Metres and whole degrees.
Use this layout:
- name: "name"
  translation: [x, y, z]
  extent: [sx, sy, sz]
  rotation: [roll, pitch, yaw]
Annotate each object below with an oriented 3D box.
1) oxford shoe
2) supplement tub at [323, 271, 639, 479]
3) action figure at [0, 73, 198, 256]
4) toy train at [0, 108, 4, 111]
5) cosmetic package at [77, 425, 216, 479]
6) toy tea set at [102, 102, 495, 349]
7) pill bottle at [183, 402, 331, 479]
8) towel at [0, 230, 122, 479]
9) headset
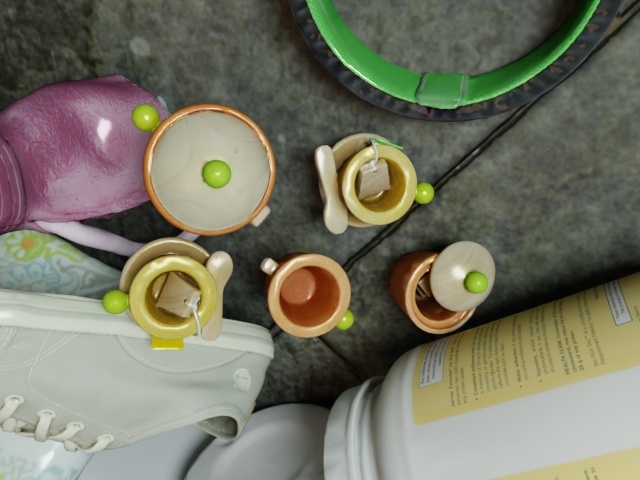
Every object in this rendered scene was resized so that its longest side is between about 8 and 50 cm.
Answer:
- name: "oxford shoe"
  translation: [-0.235, 0.119, 0.529]
  extent: [0.449, 0.130, 0.169]
  rotation: [15, 160, -36]
- name: "supplement tub"
  translation: [0.194, 0.177, 0.494]
  extent: [0.331, 0.241, 0.241]
  rotation: [-24, 106, 25]
- name: "action figure"
  translation: [-0.286, -0.033, 0.483]
  extent: [0.248, 0.370, 0.276]
  rotation: [-39, 93, 26]
- name: "toy train"
  translation: [-0.364, -0.137, 0.656]
  extent: [0.027, 0.036, 0.158]
  rotation: [-24, 106, 28]
- name: "cosmetic package"
  translation: [-0.319, 0.414, 0.850]
  extent: [0.229, 0.161, 0.454]
  rotation: [24, 121, 6]
- name: "toy tea set"
  translation: [0.000, 0.000, 0.488]
  extent: [0.335, 0.124, 0.200]
  rotation: [1, 99, -17]
- name: "pill bottle"
  translation: [-0.005, 0.394, 0.703]
  extent: [0.204, 0.204, 0.361]
  rotation: [-11, 111, 24]
- name: "towel"
  translation: [-0.395, 0.119, 0.657]
  extent: [0.374, 0.321, 0.090]
  rotation: [29, 166, 3]
- name: "headset"
  translation: [0.078, -0.246, 0.360]
  extent: [0.243, 0.185, 0.394]
  rotation: [7, 129, 16]
